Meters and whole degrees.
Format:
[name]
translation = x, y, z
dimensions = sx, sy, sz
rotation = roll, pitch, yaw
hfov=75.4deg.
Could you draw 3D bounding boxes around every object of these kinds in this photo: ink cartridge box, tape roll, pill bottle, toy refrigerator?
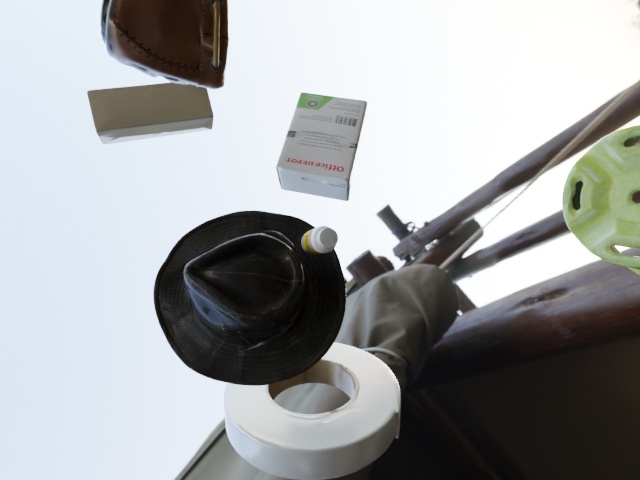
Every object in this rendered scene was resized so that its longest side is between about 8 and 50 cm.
[ink cartridge box]
translation = 0.010, -0.263, 1.151
dimensions = 0.198, 0.115, 0.273
rotation = 11, -115, 8
[tape roll]
translation = -0.016, 0.350, 0.921
dimensions = 0.391, 0.391, 0.072
rotation = -16, -69, -43
[pill bottle]
translation = 0.000, 0.000, 0.660
dimensions = 0.043, 0.083, 0.044
rotation = 2, -97, -18
[toy refrigerator]
translation = -0.411, -0.317, 1.024
dimensions = 0.269, 0.094, 0.103
rotation = -14, -94, -19

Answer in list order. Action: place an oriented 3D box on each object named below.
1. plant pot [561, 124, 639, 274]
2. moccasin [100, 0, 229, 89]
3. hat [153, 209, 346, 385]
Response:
[plant pot]
translation = 0.494, -0.058, 0.588
dimensions = 0.253, 0.276, 0.276
rotation = 0, -117, -35
[moccasin]
translation = -0.092, -0.332, 0.357
dimensions = 0.146, 0.381, 0.139
rotation = 8, -165, -23
[hat]
translation = -0.123, 0.072, 0.656
dimensions = 0.330, 0.134, 0.332
rotation = -1, -108, 3
